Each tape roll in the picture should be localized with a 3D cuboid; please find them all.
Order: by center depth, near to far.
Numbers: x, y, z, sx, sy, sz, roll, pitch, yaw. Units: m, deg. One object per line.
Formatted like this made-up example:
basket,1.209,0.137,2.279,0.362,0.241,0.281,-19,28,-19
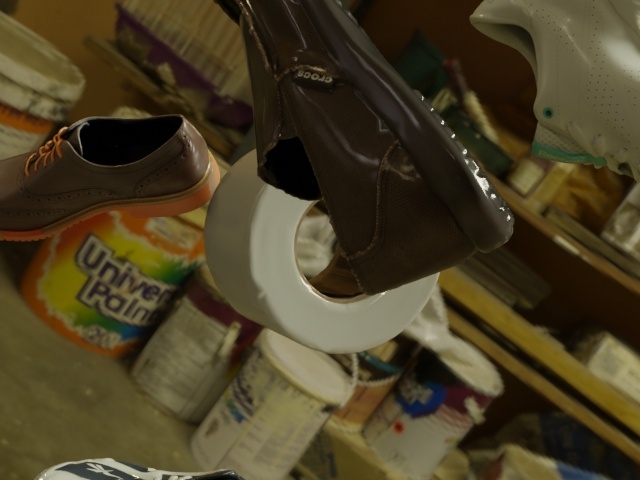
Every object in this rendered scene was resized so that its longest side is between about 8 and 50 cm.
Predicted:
tape roll,0.000,0.000,1.159,0.246,0.246,0.169,31,-8,-22

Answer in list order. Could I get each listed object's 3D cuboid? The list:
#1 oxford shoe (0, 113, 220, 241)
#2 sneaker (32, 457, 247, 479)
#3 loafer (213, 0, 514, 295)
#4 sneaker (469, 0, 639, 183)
oxford shoe,-0.316,-0.094,1.214,0.133,0.363,0.130,74,7,-54
sneaker,-0.139,0.247,0.904,0.235,0.153,0.094,27,55,-25
loafer,-0.010,-0.104,0.727,0.134,0.130,0.366,43,10,-51
sneaker,0.160,-0.060,0.513,0.212,0.094,0.080,58,2,18
